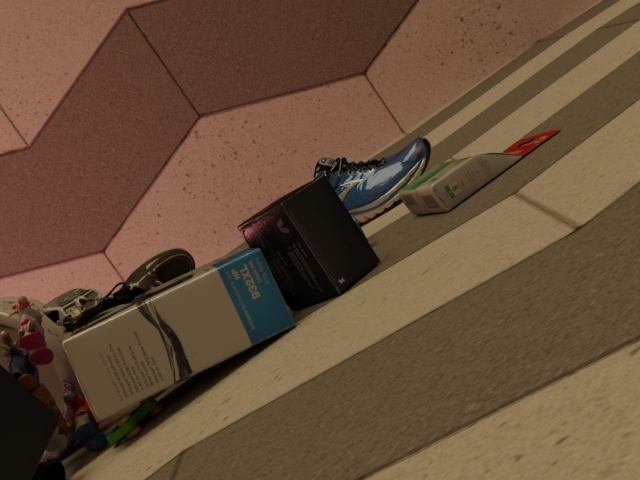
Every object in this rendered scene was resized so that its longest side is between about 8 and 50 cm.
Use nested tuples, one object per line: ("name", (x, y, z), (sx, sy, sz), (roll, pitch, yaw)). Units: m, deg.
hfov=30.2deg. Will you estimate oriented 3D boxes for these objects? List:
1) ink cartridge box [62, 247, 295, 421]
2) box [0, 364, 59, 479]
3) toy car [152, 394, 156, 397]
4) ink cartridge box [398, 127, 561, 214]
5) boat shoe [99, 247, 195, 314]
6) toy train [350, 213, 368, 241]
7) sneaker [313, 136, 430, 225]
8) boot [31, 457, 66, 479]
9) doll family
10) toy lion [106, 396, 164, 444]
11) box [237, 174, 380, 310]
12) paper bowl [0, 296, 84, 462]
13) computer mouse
("ink cartridge box", (-0.215, 0.129, 1.742), (0.307, 0.129, 0.223), (-25, 5, -10))
("box", (-0.538, 0.336, 1.552), (0.294, 0.183, 0.296), (-32, 23, 27))
("toy car", (-0.231, 0.145, 1.971), (0.225, 0.053, 0.239), (-25, 32, 2))
("ink cartridge box", (0.244, -0.122, 1.850), (0.225, 0.056, 0.181), (-37, 7, -10))
("boat shoe", (-0.342, 0.143, 2.135), (0.335, 0.112, 0.095), (-42, 26, -17))
("toy train", (0.000, 0.000, 2.013), (0.143, 0.105, 0.248), (-24, 6, 1))
("sneaker", (0.062, -0.107, 2.254), (0.330, 0.147, 0.130), (-32, 6, 15))
("boot", (-0.412, 0.337, 1.725), (0.137, 0.077, 0.198), (-28, 21, 16))
("doll family", (-0.426, 0.216, 1.768), (0.118, 0.263, 0.163), (-28, 22, -9))
("toy lion", (-0.279, 0.266, 1.723), (0.096, 0.034, 0.100), (-39, 3, 33))
("box", (-0.019, 0.006, 1.753), (0.093, 0.156, 0.158), (-36, 6, -30))
("paper bowl", (-0.503, 0.232, 1.961), (0.284, 0.284, 0.148), (-32, 4, 20))
("computer mouse", (-0.345, 0.100, 1.716), (0.106, 0.042, 0.193), (-34, 14, -26))
